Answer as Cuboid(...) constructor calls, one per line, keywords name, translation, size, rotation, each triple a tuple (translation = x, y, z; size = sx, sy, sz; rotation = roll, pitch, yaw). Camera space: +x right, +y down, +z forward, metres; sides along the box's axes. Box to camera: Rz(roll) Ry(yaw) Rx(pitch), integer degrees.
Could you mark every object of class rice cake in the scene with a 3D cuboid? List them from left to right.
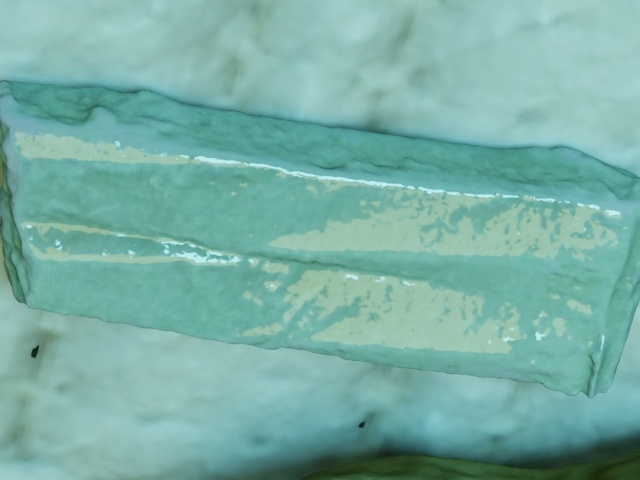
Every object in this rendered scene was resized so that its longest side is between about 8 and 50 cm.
Cuboid(name="rice cake", translation=(0.000, 0.000, 0.558), size=(0.226, 0.040, 0.085), rotation=(8, 119, -8))

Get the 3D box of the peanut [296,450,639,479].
Cuboid(name="peanut", translation=(0.085, 0.135, 0.588), size=(0.290, 0.130, 0.130), rotation=(-2, 120, -3))
